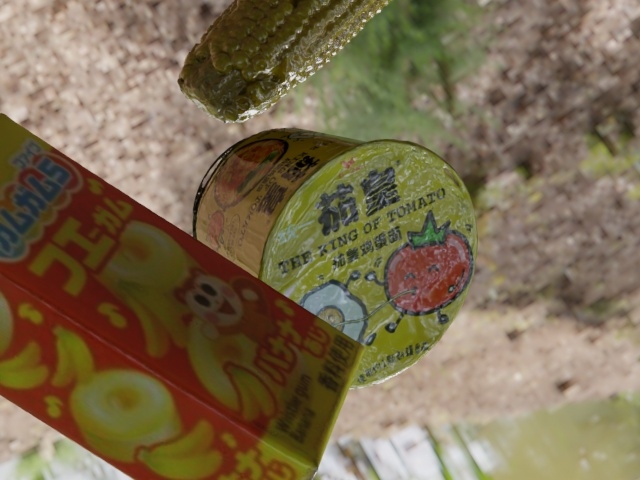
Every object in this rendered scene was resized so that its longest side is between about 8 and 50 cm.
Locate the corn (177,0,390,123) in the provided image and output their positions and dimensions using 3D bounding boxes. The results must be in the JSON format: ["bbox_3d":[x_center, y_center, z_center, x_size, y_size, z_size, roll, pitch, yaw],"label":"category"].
[{"bbox_3d":[-0.006,-0.191,1.271,0.262,0.097,0.097,-46,159,-20],"label":"corn"}]

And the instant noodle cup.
[{"bbox_3d":[0.000,0.000,1.176,0.182,0.144,0.182,-11,111,-30],"label":"instant noodle cup"}]

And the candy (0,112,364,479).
[{"bbox_3d":[-0.118,0.052,0.968,0.088,0.276,0.146,-55,-177,31],"label":"candy"}]
